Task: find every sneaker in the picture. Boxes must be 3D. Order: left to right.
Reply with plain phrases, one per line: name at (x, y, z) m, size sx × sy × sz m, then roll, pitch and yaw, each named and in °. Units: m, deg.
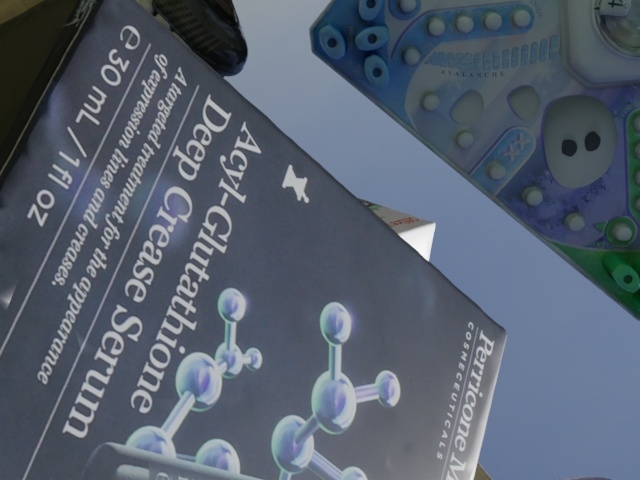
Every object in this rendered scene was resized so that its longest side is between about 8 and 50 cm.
sneaker at (-0.104, -0.234, 0.775) m, size 0.106 × 0.234 × 0.078 m, roll -31°, pitch 175°, yaw 31°

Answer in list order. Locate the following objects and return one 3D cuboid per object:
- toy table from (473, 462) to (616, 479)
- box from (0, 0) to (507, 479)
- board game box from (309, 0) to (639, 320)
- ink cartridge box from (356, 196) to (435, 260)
toy table at (0.215, 0.350, 1.169) m, size 0.274 × 0.252 × 0.161 m, roll -6°, pitch 176°, yaw -31°
box at (-0.101, 0.097, 0.661) m, size 0.212 × 0.395 × 0.294 m, roll -12°, pitch -130°, yaw 43°
board game box at (0.255, -0.184, 0.842) m, size 0.390 × 0.390 × 0.050 m, roll -50°, pitch -172°, yaw 11°
ink cartridge box at (0.000, 0.000, 1.562) m, size 0.278 × 0.117 × 0.201 m, roll 19°, pitch -162°, yaw 26°
